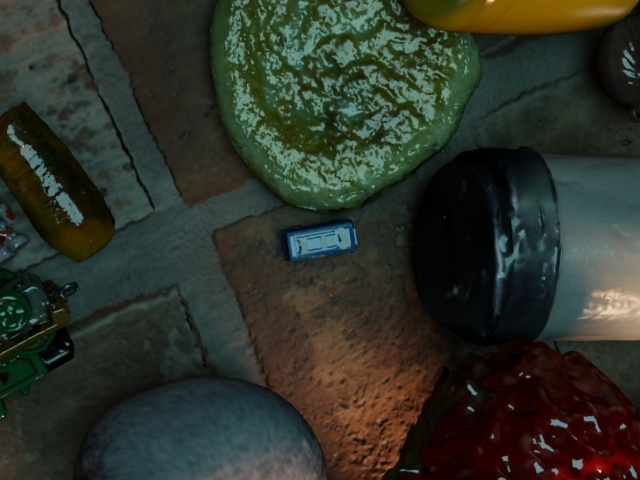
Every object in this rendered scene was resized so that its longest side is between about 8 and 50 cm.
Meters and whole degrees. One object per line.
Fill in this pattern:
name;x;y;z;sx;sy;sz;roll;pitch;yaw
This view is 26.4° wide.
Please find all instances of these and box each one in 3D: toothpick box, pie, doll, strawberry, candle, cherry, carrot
toothpick box;0.225;-0.304;1.460;0.271;0.175;0.175;-2;94;-39
pie;0.022;-0.196;1.501;0.323;0.070;0.323;0;90;-11
doll;-0.380;-0.041;1.412;0.094;0.079;0.180;-37;117;13
strawberry;0.234;0.285;1.358;0.345;0.317;0.295;32;118;2
candle;0.291;0.009;1.502;0.342;0.221;0.221;1;93;-17
cherry;-0.130;0.268;1.414;0.296;0.218;0.255;-30;86;-25
carrot;-0.285;-0.058;1.427;0.082;0.082;0.173;-41;101;-8
doll;0.378;-0.228;1.563;0.145;0.096;0.188;0;91;-42

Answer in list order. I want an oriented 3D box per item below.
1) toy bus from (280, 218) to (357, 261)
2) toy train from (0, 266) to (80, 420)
toy bus;0.000;0.000;1.516;0.083;0.046;0.038;-9;96;-12
toy train;-0.345;0.118;1.415;0.227;0.091;0.136;-27;116;-12
